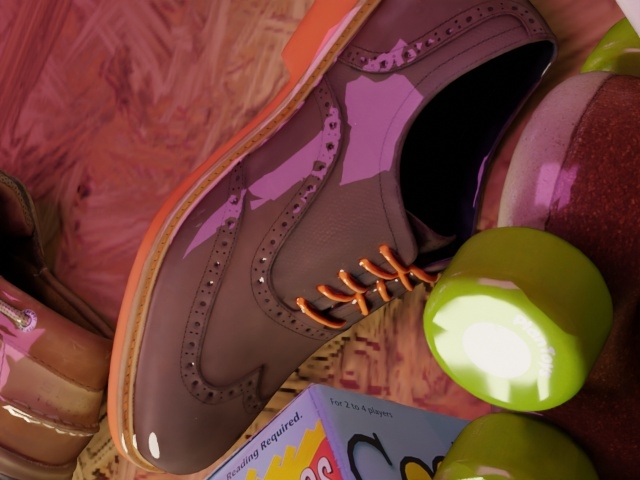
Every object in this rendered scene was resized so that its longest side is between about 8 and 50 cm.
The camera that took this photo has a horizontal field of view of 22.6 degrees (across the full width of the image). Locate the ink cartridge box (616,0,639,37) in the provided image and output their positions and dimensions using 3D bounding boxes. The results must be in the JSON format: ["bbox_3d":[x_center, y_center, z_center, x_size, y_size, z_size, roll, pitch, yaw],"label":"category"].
[{"bbox_3d":[0.135,-0.157,0.427,0.172,0.100,0.237,-45,67,43],"label":"ink cartridge box"}]

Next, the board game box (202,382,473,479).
[{"bbox_3d":[0.043,0.208,0.529,0.142,0.144,0.275,-44,49,28],"label":"board game box"}]

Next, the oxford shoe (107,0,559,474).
[{"bbox_3d":[0.000,0.000,0.685,0.098,0.097,0.271,40,105,39],"label":"oxford shoe"}]

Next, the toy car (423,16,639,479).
[{"bbox_3d":[0.148,0.031,0.495,0.188,0.149,0.155,16,44,23],"label":"toy car"}]

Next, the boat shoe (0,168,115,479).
[{"bbox_3d":[-0.205,0.008,0.882,0.324,0.122,0.120,44,103,36],"label":"boat shoe"}]
